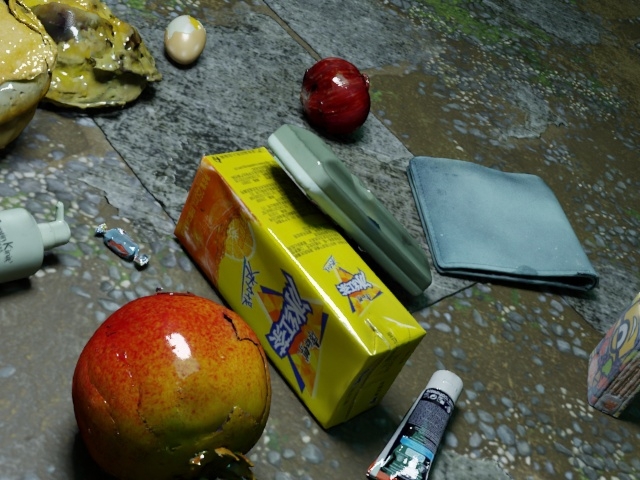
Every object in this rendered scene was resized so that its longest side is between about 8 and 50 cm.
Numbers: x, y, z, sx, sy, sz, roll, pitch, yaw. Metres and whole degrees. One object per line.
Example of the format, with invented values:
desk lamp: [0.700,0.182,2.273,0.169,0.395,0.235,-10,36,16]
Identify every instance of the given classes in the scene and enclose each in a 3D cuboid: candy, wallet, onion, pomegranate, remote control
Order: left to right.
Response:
candy: [-0.256,0.004,1.281,0.083,0.020,0.030,37,39,14]
pomegranate: [-0.149,0.168,1.023,0.210,0.210,0.235,-12,67,-38]
onion: [0.027,-0.244,1.640,0.131,0.131,0.131,16,40,-14]
remote control: [0.052,-0.038,1.325,0.335,0.065,0.128,42,9,-48]
wallet: [0.297,-0.028,1.613,0.290,0.054,0.251,8,41,-21]

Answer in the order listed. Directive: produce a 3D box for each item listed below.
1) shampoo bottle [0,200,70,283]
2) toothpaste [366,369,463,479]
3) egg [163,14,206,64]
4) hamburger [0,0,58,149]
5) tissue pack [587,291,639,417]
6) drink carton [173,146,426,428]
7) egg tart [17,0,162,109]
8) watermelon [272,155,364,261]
shampoo bottle: [-0.410,0.016,1.129,0.262,0.085,0.085,-15,55,-41]
toothpaste: [0.124,0.240,1.228,0.071,0.045,0.193,25,44,10]
egg: [-0.226,-0.331,1.631,0.071,0.071,0.083,14,46,-17]
hamburger: [-0.501,-0.237,1.277,0.318,0.158,0.319,11,56,-17]
tissue pack: [0.443,0.165,1.407,0.060,0.148,0.109,25,38,-1]
drink carton: [-0.035,0.051,1.250,0.111,0.155,0.351,-16,55,-41]
egg tart: [-0.374,-0.311,1.488,0.297,0.132,0.297,20,34,-15]
watermelon: [0.000,0.000,1.394,0.154,0.094,0.241,22,36,-48]
